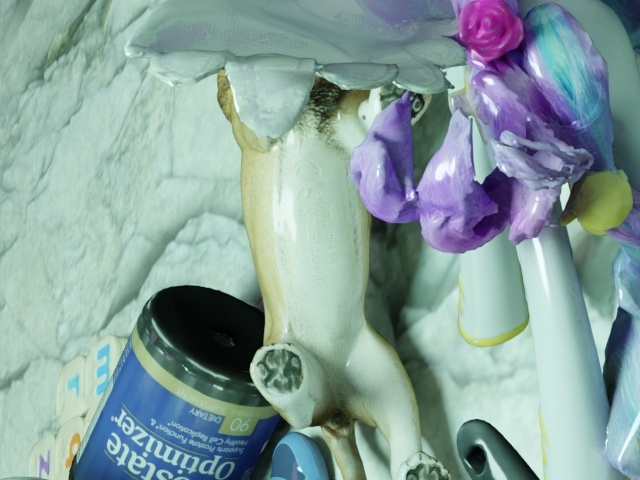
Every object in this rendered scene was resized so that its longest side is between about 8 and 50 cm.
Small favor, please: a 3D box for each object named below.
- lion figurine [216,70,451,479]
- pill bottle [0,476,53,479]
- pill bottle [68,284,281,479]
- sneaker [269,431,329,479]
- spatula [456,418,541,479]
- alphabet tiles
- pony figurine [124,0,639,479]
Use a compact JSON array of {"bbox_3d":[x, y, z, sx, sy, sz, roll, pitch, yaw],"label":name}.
[{"bbox_3d":[0.000,0.000,0.924,0.240,0.142,0.392,-173,88,-82],"label":"lion figurine"},{"bbox_3d":[-0.093,0.277,0.854,0.361,0.204,0.204,12,91,43],"label":"pill bottle"},{"bbox_3d":[-0.109,0.151,1.069,0.219,0.123,0.123,-64,34,24],"label":"pill bottle"},{"bbox_3d":[-0.031,0.198,0.987,0.053,0.059,0.144,-8,73,60],"label":"sneaker"},{"bbox_3d":[0.143,0.199,0.645,0.296,0.030,0.084,57,136,27],"label":"spatula"},{"bbox_3d":[-0.199,0.233,1.288,0.278,0.021,0.284,-34,52,53],"label":"alphabet tiles"},{"bbox_3d":[0.089,-0.078,0.631,0.351,0.303,0.363,-109,1,-68],"label":"pony figurine"}]
